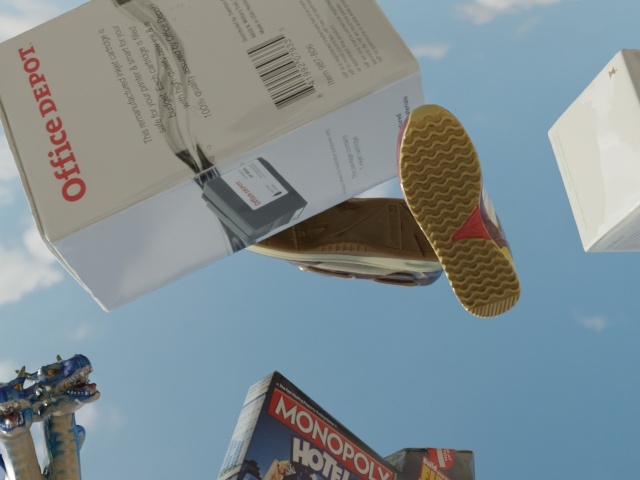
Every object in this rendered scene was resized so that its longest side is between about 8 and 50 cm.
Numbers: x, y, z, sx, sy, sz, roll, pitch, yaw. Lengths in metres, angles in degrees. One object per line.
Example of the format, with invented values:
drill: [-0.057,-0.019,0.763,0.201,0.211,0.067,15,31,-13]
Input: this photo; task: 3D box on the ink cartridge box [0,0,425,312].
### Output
ink cartridge box: [-0.121,-0.145,1.063,0.395,0.166,0.285,-25,-122,-3]

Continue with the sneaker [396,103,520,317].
sneaker: [0.108,-0.029,0.818,0.069,0.185,0.084,-19,-162,7]

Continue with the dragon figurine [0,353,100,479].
dragon figurine: [-0.189,0.174,0.659,0.085,0.289,0.144,-10,-112,-27]

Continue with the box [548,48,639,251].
box: [0.222,-0.056,0.658,0.087,0.102,0.101,0,-117,-20]

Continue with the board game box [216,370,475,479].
board game box: [0.015,0.166,0.506,0.060,0.194,0.194,-31,-154,36]

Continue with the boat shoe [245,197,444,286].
boat shoe: [0.000,0.000,1.265,0.342,0.123,0.123,7,-125,-7]
